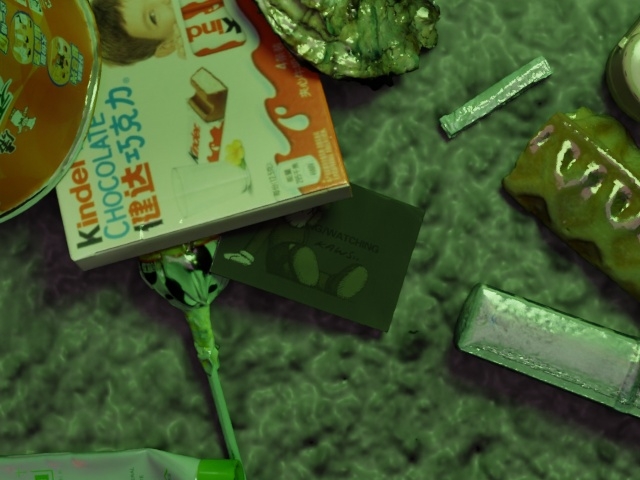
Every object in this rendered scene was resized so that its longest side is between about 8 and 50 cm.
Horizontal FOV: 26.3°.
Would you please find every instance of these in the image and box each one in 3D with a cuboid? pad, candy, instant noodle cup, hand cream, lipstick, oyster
[{"bbox_3d":[0.000,0.000,1.306,0.190,0.004,0.127,20,82,-18],"label":"pad"},{"bbox_3d":[-0.100,0.116,1.321,0.091,0.083,0.305,-14,99,6],"label":"candy"},{"bbox_3d":[-0.363,-0.170,1.195,0.296,0.214,0.296,-4,76,16],"label":"instant noodle cup"},{"bbox_3d":[-0.211,0.242,1.325,0.275,0.050,0.079,-5,65,10],"label":"hand cream"},{"bbox_3d":[0.269,0.120,1.307,0.289,0.077,0.076,19,92,1],"label":"lipstick"},{"bbox_3d":[0.013,-0.264,1.268,0.198,0.092,0.260,-35,92,-40],"label":"oyster"}]

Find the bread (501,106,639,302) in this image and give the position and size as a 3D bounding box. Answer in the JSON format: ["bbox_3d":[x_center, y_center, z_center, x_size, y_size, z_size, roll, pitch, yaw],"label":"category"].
[{"bbox_3d":[0.296,-0.030,1.305,0.232,0.088,0.128,40,83,4],"label":"bread"}]

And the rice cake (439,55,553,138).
[{"bbox_3d":[0.171,-0.139,1.330,0.121,0.021,0.022,-32,81,2],"label":"rice cake"}]

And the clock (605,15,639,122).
[{"bbox_3d":[0.458,-0.164,1.284,0.309,0.114,0.284,39,90,-2],"label":"clock"}]

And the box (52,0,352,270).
[{"bbox_3d":[-0.130,-0.133,1.280,0.265,0.048,0.273,-16,73,1],"label":"box"}]
